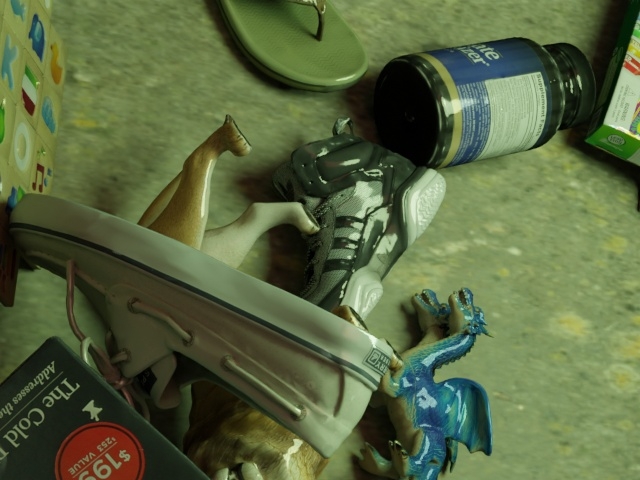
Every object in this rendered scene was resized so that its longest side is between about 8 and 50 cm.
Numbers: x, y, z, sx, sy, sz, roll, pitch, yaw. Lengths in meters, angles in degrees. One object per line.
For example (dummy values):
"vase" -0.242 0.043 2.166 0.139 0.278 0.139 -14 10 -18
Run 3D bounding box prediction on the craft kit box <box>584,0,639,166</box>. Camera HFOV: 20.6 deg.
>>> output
"craft kit box" 0.442 -0.165 1.961 0.246 0.061 0.250 26 63 -9

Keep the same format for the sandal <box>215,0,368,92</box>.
"sandal" -0.056 -0.281 1.783 0.120 0.086 0.303 -33 90 -32

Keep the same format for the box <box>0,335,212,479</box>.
"box" -0.206 0.311 1.337 0.312 0.179 0.343 40 72 16

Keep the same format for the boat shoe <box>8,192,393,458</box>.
"boat shoe" -0.129 0.087 1.462 0.367 0.136 0.156 24 81 19

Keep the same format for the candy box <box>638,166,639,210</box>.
"candy box" 0.451 -0.069 2.000 0.187 0.053 0.109 12 68 -23

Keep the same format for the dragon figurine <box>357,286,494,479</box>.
"dragon figurine" 0.114 0.180 1.713 0.144 0.085 0.289 -2 72 -28

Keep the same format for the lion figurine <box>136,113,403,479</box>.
"lion figurine" -0.088 0.085 1.597 0.142 0.240 0.392 41 16 -55

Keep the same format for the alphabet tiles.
"alphabet tiles" -0.277 -0.131 1.526 0.011 0.285 0.342 0 69 10

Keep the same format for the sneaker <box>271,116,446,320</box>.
"sneaker" 0.000 0.000 1.715 0.153 0.101 0.268 37 61 -3

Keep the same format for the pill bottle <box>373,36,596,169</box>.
"pill bottle" 0.176 -0.147 1.839 0.219 0.123 0.123 -13 79 -31
